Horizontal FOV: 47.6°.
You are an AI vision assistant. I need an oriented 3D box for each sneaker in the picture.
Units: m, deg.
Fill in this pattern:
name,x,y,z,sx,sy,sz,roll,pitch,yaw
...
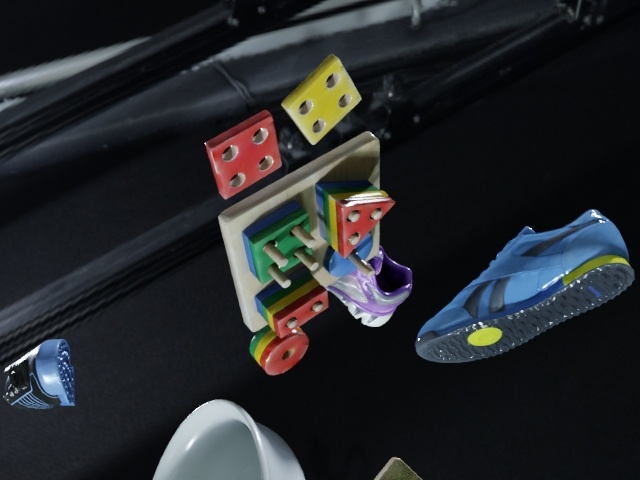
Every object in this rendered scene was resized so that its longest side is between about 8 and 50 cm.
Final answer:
name,x,y,z,sx,sy,sz,roll,pitch,yaw
sneaker,0.031,0.029,0.990,0.237,0.105,0.095,30,-125,-20
sneaker,0.177,0.044,0.669,0.209,0.069,0.082,-31,-132,22
sneaker,-0.382,0.189,0.977,0.091,0.232,0.081,-2,-112,-17

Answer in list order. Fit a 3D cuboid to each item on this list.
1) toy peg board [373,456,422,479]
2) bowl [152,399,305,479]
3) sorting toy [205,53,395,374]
name,x,y,z,sx,sy,sz,roll,pitch,yaw
toy peg board,0.102,0.364,0.822,0.161,0.079,0.160,44,-107,-4
bowl,-0.099,0.354,0.885,0.298,0.134,0.297,-35,-137,41
sorting toy,0.000,0.000,0.538,0.132,0.274,0.046,-31,-126,-21
